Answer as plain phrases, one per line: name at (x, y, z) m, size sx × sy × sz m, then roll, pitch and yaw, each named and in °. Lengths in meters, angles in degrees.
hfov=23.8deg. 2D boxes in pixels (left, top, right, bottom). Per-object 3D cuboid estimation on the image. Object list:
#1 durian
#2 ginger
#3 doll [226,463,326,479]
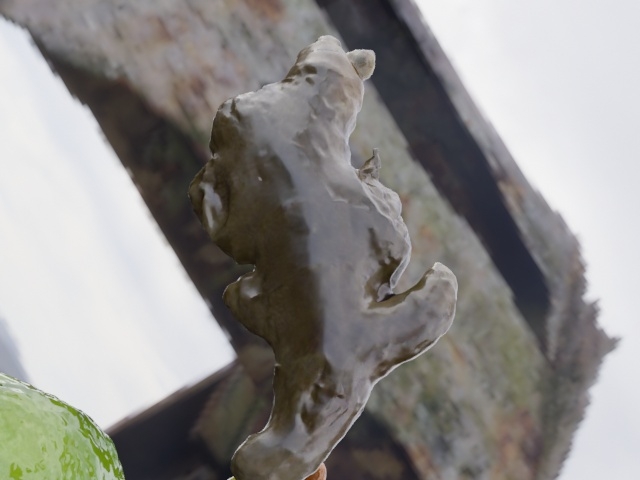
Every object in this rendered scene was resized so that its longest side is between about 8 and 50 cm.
durian at (-0.170, 0.131, 0.751) m, size 0.250 × 0.139 × 0.101 m, roll 72°, pitch 11°, yaw -52°
ginger at (0.000, -0.002, 1.019) m, size 0.080 × 0.166 × 0.333 m, roll 69°, pitch 10°, yaw -58°
doll at (-0.077, 0.259, 1.266) m, size 0.135 × 0.221 × 0.143 m, roll 37°, pitch 2°, yaw -32°
